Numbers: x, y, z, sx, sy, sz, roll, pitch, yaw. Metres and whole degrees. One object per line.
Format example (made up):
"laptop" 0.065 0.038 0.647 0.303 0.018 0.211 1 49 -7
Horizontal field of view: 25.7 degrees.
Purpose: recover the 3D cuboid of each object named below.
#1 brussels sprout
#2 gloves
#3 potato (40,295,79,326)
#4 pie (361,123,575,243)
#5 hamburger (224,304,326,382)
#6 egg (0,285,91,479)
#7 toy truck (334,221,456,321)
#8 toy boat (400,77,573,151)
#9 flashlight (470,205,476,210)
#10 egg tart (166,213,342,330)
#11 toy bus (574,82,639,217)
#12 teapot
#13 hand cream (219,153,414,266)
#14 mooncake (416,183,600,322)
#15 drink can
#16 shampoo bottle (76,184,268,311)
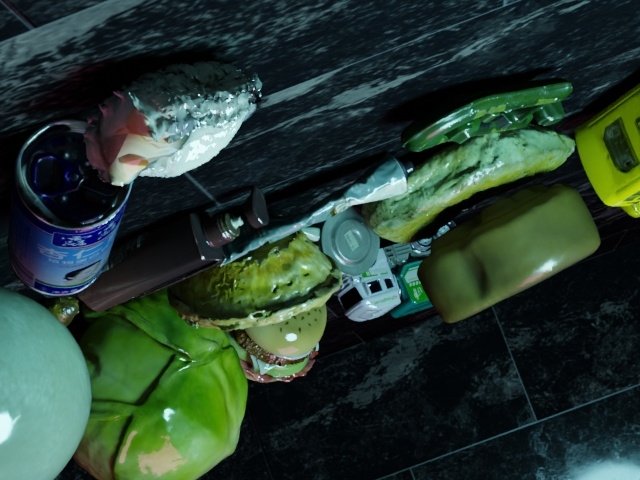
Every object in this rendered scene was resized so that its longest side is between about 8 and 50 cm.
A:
"brussels sprout" -0.227 0.194 1.831 0.227 0.259 0.294 11 152 34
"gloves" -0.106 -0.100 1.081 0.153 0.070 0.114 -19 164 -47
"potato" -0.333 0.094 1.735 0.083 0.040 0.051 -29 161 35
"pie" 0.178 -0.078 1.738 0.277 0.078 0.277 -25 172 -4
"hamburger" -0.069 0.118 2.059 0.175 0.175 0.137 -14 155 -32
"egg" -0.388 0.165 1.400 0.352 0.258 0.258 -12 167 -46
"toy truck" 0.141 0.047 2.179 0.253 0.124 0.114 -17 167 -27
"toy boat" 0.172 -0.133 1.479 0.210 0.052 0.104 -14 171 -33
"flashlight" 0.198 -0.052 2.040 0.018 0.018 0.083 -28 167 35
"egg tart" -0.082 0.035 1.650 0.213 0.090 0.212 -11 -156 5
"toy bus" 0.426 -0.132 1.711 0.152 0.144 0.330 -15 167 -27
"teapot" 0.005 -0.006 1.801 0.091 0.124 0.092 -8 -135 54
"hand cream" -0.009 -0.042 1.599 0.248 0.052 0.075 -20 -167 -5
"mooncake" 0.245 0.006 1.775 0.235 0.117 0.235 -30 177 -2
"drink can" -0.219 -0.022 1.200 0.097 0.097 0.235 -17 168 -18
"shampoo bottle" -0.164 0.010 1.561 0.236 0.068 0.067 -22 160 21
